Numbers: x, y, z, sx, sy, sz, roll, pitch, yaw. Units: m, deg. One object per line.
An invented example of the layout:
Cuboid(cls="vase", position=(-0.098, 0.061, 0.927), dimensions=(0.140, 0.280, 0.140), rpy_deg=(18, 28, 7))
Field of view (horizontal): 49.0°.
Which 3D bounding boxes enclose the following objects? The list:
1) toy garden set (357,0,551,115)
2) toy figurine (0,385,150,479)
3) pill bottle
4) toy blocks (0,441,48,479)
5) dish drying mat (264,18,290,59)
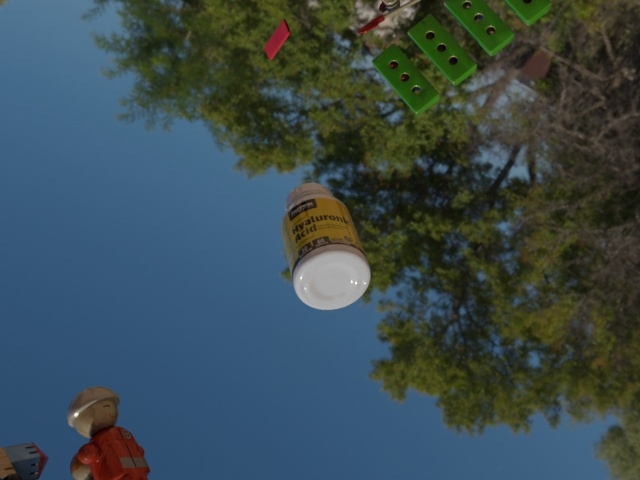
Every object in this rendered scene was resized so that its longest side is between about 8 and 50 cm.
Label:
Cuboid(cls="toy garden set", position=(0.178, -0.332, 1.047), dimensions=(0.203, 0.244, 0.049), rpy_deg=(53, -176, 15))
Cuboid(cls="toy figurine", position=(-0.305, 0.280, 0.783), dimensions=(0.213, 0.209, 0.148), rpy_deg=(-19, -120, -30))
Cuboid(cls="pill bottle", position=(0.000, 0.000, 0.608), dimensions=(0.065, 0.065, 0.116), rpy_deg=(20, -151, -25))
Cuboid(cls="toy blocks", position=(-0.550, 0.500, 1.185), dimensions=(0.261, 0.381, 0.191), rpy_deg=(-1, -161, -41))
Cuboid(cls="dish drying mat", position=(-0.079, -0.370, 1.296), dimensions=(0.008, 0.083, 0.032), rpy_deg=(-9, -108, -35))
